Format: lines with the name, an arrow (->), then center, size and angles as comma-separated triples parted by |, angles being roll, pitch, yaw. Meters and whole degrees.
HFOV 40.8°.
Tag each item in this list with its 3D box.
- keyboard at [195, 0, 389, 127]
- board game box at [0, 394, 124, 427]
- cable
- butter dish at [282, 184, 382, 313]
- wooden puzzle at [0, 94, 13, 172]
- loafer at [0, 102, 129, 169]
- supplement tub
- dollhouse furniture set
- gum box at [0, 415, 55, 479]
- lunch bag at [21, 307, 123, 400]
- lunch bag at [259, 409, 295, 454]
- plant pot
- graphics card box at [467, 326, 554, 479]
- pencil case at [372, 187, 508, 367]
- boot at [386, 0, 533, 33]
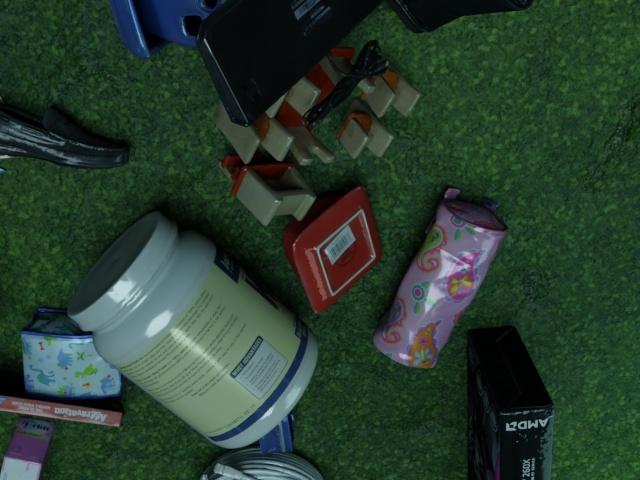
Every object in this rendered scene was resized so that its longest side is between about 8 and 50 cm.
keyboard -> -0.007, -0.238, 1.000 | 0.033, 0.317, 0.201 | 8, 135, 43
board game box -> -0.466, 0.274, 1.410 | 0.281, 0.145, 0.027 | 10, 76, -9
cable -> -0.109, 0.494, 1.568 | 0.257, 0.089, 0.257 | 11, 116, -10
butter dish -> 0.000, 0.000, 1.316 | 0.160, 0.118, 0.160 | -40, 135, -25
wooden puzzle -> -0.478, -0.150, 1.258 | 0.078, 0.014, 0.116 | -12, 117, 3
loafer -> -0.383, -0.152, 1.228 | 0.223, 0.076, 0.078 | 10, 107, -14
supplement tub -> -0.189, 0.134, 1.299 | 0.235, 0.235, 0.325 | -40, 112, 15
dollhouse furniture set -> -0.037, -0.158, 1.182 | 0.262, 0.135, 0.259 | -9, 141, -45
gum box -> -0.517, 0.415, 1.488 | 0.062, 0.107, 0.188 | 15, 115, -11
lunch bag -> -0.394, 0.186, 1.389 | 0.151, 0.096, 0.129 | 6, 116, 4
lunch bag -> -0.076, 0.316, 1.491 | 0.065, 0.067, 0.098 | -6, 116, -1
plant pot -> -0.146, -0.359, 1.055 | 0.212, 0.236, 0.236 | -8, 116, 14
graphics card box -> 0.313, 0.360, 1.448 | 0.094, 0.233, 0.371 | -5, 118, -1
pencil case -> 0.186, 0.065, 1.359 | 0.124, 0.124, 0.284 | 18, 113, -13
boot -> 0.139, -0.373, 1.079 | 0.246, 0.207, 0.094 | 45, 66, -26
